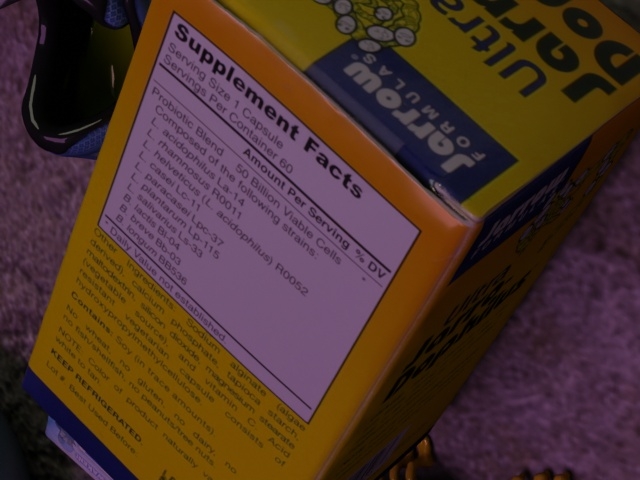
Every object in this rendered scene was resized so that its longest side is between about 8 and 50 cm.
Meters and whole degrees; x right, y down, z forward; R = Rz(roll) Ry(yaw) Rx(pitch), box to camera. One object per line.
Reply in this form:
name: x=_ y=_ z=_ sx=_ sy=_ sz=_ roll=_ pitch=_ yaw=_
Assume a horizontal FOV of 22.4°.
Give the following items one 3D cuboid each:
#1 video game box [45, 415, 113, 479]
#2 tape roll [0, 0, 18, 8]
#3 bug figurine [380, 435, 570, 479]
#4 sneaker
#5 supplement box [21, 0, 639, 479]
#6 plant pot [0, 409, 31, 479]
video game box: x=-0.125 y=0.146 z=1.268 sx=0.205 sy=0.048 sz=0.187 roll=38 pitch=134 yaw=22
tape roll: x=-0.247 y=-0.267 z=1.103 sx=0.219 sy=0.072 sz=0.219 roll=25 pitch=131 yaw=32
bug figurine: x=0.102 y=0.265 z=1.060 sx=0.216 sy=0.072 sz=0.279 roll=-19 pitch=88 yaw=44
sneaker: x=-0.087 y=-0.181 z=0.919 sx=0.129 sy=0.147 sz=0.330 roll=32 pitch=118 yaw=26
supplement box: x=0.000 y=0.000 z=0.894 sx=0.194 sy=0.195 sz=0.356 roll=43 pitch=138 yaw=14
plant pot: x=-0.371 y=0.261 z=1.439 sx=0.293 sy=0.293 sz=0.196 roll=12 pitch=150 yaw=40
